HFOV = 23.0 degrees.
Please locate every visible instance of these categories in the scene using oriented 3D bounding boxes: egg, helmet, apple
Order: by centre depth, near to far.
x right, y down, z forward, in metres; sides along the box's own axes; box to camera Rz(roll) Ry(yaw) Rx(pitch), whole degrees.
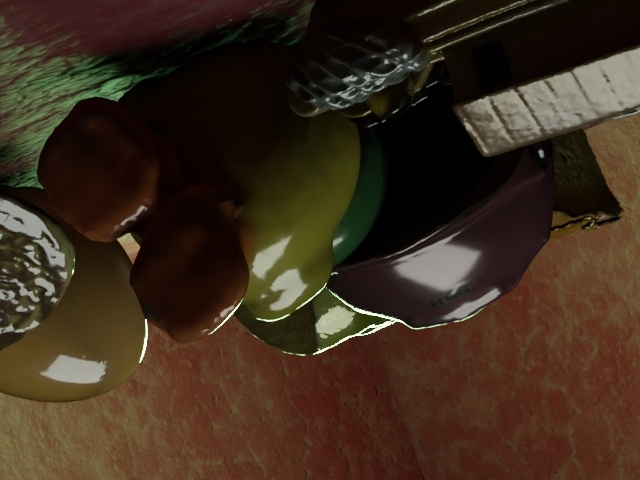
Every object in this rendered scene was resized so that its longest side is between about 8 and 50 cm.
[{"bbox_3d":[0.105,-0.031,1.482,0.271,0.197,0.338,-25,-145,14],"label":"helmet"},{"bbox_3d":[-0.280,0.056,1.528,0.201,0.244,0.201,-51,-177,4],"label":"egg"},{"bbox_3d":[0.013,-0.004,1.933,0.233,0.257,0.295,-18,177,-32],"label":"apple"}]

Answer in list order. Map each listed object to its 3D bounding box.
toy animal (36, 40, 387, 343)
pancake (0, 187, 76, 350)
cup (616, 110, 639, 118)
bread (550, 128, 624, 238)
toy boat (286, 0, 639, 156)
[{"bbox_3d":[-0.052,-0.057,1.219,0.191,0.216,0.338,-48,170,19],"label":"toy animal"},{"bbox_3d":[-0.330,0.033,1.338,0.250,0.031,0.250,-11,138,-10],"label":"pancake"},{"bbox_3d":[0.324,-0.185,1.863,0.129,0.095,0.128,-17,142,21],"label":"cup"},{"bbox_3d":[0.203,-0.079,1.977,0.279,0.248,0.315,-23,172,35],"label":"bread"},{"bbox_3d":[0.185,-0.162,1.009,0.446,0.162,0.136,-20,175,22],"label":"toy boat"}]
